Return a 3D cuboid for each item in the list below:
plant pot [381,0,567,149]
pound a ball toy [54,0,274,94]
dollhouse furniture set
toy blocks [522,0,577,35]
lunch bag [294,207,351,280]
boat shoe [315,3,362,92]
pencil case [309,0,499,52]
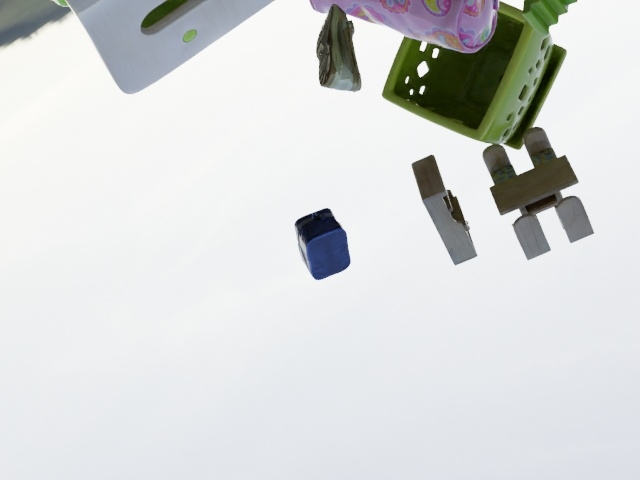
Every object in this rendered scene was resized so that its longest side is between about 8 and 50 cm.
[{"bbox_3d":[0.280,-0.292,2.002,0.228,0.207,0.227,30,-80,34],"label":"plant pot"},{"bbox_3d":[-0.118,-0.260,0.829,0.319,0.135,0.208,-35,-117,-9],"label":"pound a ball toy"},{"bbox_3d":[0.297,-0.087,1.914,0.242,0.161,0.212,-23,-142,10],"label":"dollhouse furniture set"},{"bbox_3d":[0.368,-0.453,1.361,0.261,0.191,0.381,-11,-123,37],"label":"toy blocks"},{"bbox_3d":[0.000,0.000,1.709,0.067,0.098,0.065,-20,-138,-13],"label":"lunch bag"},{"bbox_3d":[0.026,-0.241,1.458,0.153,0.048,0.056,-93,-156,-48],"label":"boat shoe"},{"bbox_3d":[0.116,-0.357,1.663,0.284,0.124,0.124,23,-123,33],"label":"pencil case"}]
